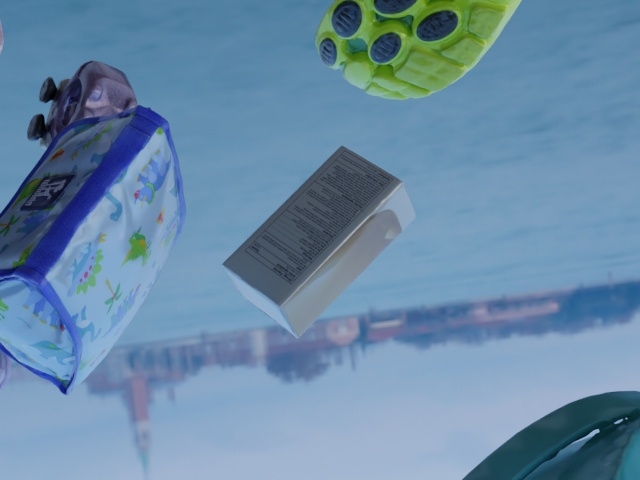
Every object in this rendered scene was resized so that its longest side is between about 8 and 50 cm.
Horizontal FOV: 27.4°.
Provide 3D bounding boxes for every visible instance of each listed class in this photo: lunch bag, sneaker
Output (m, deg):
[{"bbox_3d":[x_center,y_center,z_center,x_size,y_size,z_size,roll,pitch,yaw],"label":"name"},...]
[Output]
[{"bbox_3d":[-0.141,0.002,0.770,0.096,0.129,0.151,32,153,-3],"label":"lunch bag"},{"bbox_3d":[0.115,-0.210,0.962,0.295,0.109,0.123,-39,-167,35],"label":"sneaker"}]

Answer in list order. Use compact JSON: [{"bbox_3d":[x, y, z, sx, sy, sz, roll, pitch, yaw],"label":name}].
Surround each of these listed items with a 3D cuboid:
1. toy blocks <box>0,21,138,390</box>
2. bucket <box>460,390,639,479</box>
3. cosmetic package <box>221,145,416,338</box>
[{"bbox_3d":[-0.263,-0.031,0.860,0.309,0.289,0.260,19,170,-29],"label":"toy blocks"},{"bbox_3d":[0.094,0.196,0.434,0.183,0.281,0.281,-34,162,31],"label":"bucket"},{"bbox_3d":[0.000,0.000,0.839,0.060,0.115,0.041,36,163,37],"label":"cosmetic package"}]
